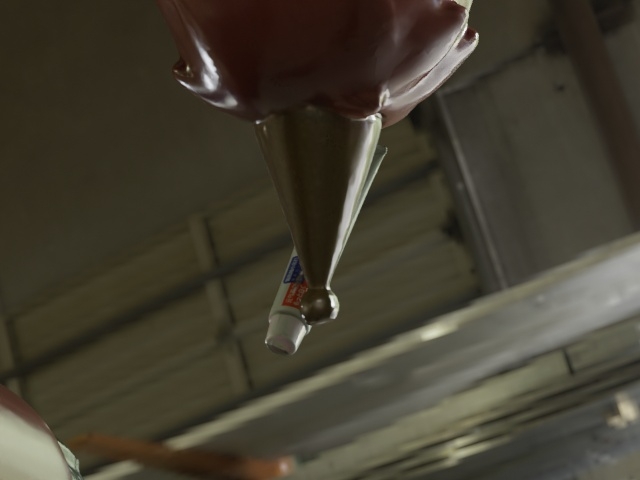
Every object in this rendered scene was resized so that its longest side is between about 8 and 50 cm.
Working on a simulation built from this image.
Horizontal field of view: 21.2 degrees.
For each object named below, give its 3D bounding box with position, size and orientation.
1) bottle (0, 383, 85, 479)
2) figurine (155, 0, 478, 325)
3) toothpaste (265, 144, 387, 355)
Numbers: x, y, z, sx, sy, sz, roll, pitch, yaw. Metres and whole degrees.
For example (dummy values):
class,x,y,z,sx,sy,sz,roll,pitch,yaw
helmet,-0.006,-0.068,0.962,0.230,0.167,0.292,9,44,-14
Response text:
class,x,y,z,sx,sy,sz,roll,pitch,yaw
bottle,-0.188,0.102,0.677,0.144,0.144,0.336,-19,-23,7
figurine,0.003,-0.158,0.779,0.207,0.387,0.166,-24,-22,40
toothpaste,0.000,0.000,1.343,0.052,0.218,0.033,7,-41,17
